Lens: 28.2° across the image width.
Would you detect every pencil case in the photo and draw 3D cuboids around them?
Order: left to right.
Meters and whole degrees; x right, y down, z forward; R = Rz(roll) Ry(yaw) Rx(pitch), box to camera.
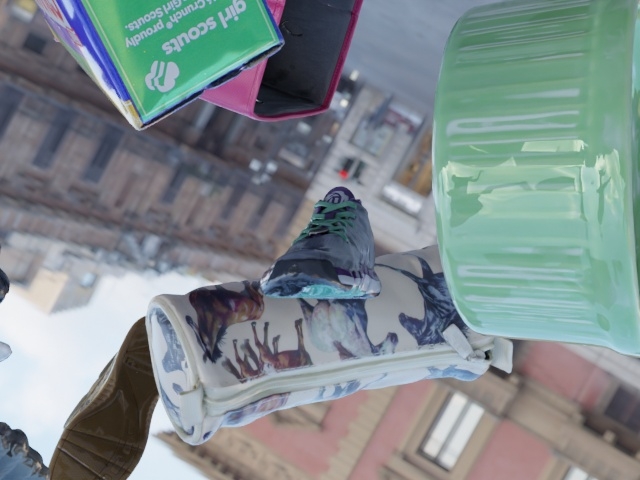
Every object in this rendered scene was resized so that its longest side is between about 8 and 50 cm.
[{"bbox_3d":[0.005,0.109,1.398,0.410,0.160,0.183,-9,-160,-28],"label":"pencil case"}]

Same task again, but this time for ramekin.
[{"bbox_3d":[0.193,-0.058,1.028,0.148,0.303,0.303,-1,174,20],"label":"ramekin"}]

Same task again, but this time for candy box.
[{"bbox_3d":[-0.173,-0.262,0.828,0.317,0.122,0.268,63,169,-29],"label":"candy box"}]

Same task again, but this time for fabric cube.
[{"bbox_3d":[-0.108,-0.303,1.473,0.258,0.259,0.254,22,-166,16],"label":"fabric cube"}]

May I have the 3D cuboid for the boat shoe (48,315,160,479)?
[{"bbox_3d":[-0.269,0.233,1.666,0.104,0.285,0.089,34,158,-9],"label":"boat shoe"}]

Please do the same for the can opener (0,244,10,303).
[{"bbox_3d":[-0.284,-0.015,0.866,0.186,0.059,0.073,47,-140,9],"label":"can opener"}]

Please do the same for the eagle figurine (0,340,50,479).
[{"bbox_3d":[-0.251,0.131,0.634,0.226,0.298,0.225,-2,-167,-1],"label":"eagle figurine"}]

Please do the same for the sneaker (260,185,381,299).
[{"bbox_3d":[0.000,0.000,1.071,0.083,0.098,0.224,-2,176,10],"label":"sneaker"}]
